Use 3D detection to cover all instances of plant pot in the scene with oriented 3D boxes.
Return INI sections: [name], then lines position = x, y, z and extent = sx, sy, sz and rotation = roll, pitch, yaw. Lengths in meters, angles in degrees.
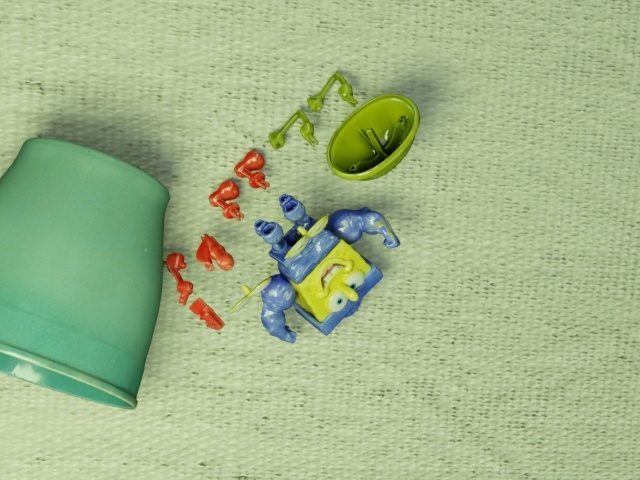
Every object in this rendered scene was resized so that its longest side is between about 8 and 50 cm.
[plant pot]
position = -0.300, 0.029, 1.671
extent = 0.272, 0.272, 0.255
rotation = 21, 77, -12

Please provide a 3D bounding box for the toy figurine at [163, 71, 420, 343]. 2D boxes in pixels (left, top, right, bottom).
[toy figurine]
position = 0.000, 0.000, 1.802
extent = 0.362, 0.191, 0.217
rotation = -47, 132, -10
